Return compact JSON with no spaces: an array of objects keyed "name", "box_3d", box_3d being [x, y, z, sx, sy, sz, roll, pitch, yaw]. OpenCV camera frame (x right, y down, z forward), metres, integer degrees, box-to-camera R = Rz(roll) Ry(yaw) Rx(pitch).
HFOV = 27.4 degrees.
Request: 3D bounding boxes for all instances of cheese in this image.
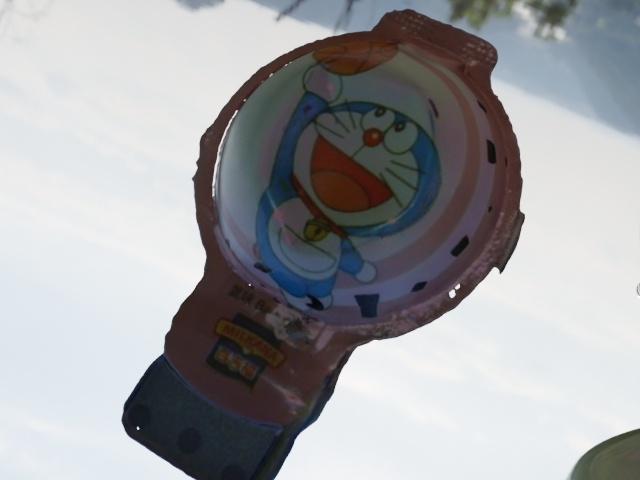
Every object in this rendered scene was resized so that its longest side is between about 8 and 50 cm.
[{"name":"cheese","box_3d":[0.000,0.000,0.709,0.189,0.286,0.074,29,169,21]}]

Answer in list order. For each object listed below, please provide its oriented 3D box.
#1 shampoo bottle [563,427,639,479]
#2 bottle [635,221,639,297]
[{"name":"shampoo bottle","box_3d":[0.227,0.286,0.828,0.222,0.349,0.151,-7,-146,-9]},{"name":"bottle","box_3d":[0.315,0.033,0.875,0.236,0.147,0.147,42,-165,10]}]
